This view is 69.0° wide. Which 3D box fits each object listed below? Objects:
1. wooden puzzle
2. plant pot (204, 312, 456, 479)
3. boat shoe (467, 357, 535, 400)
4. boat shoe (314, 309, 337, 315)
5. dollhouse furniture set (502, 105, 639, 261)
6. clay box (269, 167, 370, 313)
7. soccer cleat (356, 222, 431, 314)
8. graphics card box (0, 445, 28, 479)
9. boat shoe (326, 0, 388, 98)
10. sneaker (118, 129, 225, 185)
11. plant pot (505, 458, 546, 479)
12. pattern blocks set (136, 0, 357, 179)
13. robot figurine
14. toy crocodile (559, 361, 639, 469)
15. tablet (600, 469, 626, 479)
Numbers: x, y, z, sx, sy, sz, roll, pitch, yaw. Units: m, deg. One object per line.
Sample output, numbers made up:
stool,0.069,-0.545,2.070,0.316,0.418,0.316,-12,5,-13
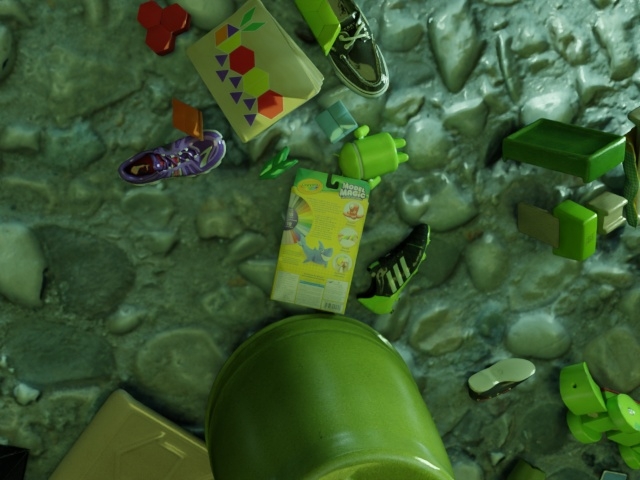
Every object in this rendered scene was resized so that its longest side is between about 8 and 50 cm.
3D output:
wooden puzzle,-0.296,0.467,0.822,0.348,0.080,0.322,37,94,-6
plant pot,0.018,0.313,0.621,0.366,0.353,0.366,0,93,-9
boat shoe,0.334,0.257,0.865,0.133,0.049,0.042,-18,129,-9
boat shoe,0.031,0.185,0.824,0.056,0.048,0.153,-28,95,4
dollhouse furniture set,0.482,-0.128,0.802,0.301,0.151,0.197,-28,123,-18
clay box,0.000,0.000,0.774,0.127,0.053,0.222,12,98,-1
soccer cleat,0.126,0.044,0.797,0.072,0.060,0.179,27,99,-8
graphics card box,-0.583,0.548,0.723,0.094,0.233,0.371,15,99,-8
boat shoe,0.036,-0.319,0.718,0.078,0.070,0.219,-36,101,1
sneaker,-0.229,-0.123,0.725,0.170,0.071,0.068,-21,102,-3
plant pot,0.393,0.469,0.894,0.083,0.083,0.079,29,84,-10
pattern blocks set,-0.102,-0.255,0.691,0.285,0.026,0.325,-24,88,8
robot figurine,0.081,-0.135,0.756,0.115,0.067,0.101,-16,109,-3
toy crocodile,0.586,0.347,0.880,0.340,0.105,0.115,29,137,-11
tablet,0.589,0.510,0.952,0.054,0.006,0.083,14,99,-8
